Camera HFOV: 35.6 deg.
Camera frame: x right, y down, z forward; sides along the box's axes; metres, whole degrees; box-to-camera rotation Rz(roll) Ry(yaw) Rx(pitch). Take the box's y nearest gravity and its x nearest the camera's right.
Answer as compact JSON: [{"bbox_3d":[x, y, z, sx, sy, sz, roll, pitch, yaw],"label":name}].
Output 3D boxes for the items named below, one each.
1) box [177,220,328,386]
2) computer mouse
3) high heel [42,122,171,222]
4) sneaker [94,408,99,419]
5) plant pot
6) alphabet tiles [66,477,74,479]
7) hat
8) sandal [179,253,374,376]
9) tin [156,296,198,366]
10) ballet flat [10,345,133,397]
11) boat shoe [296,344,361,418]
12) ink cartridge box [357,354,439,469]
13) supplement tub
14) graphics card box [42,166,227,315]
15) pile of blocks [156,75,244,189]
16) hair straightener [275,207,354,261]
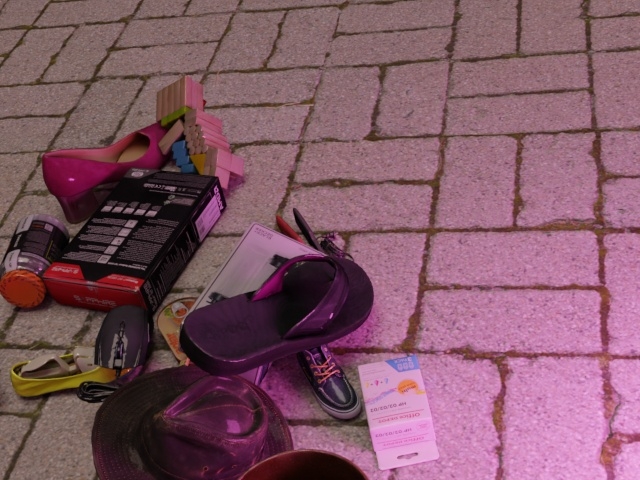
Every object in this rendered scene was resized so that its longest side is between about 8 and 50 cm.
[{"bbox_3d":[-0.123,0.114,1.850,0.169,0.087,0.290,24,48,7],"label":"box"},{"bbox_3d":[-0.324,0.192,1.809,0.184,0.060,0.262,4,35,3],"label":"computer mouse"},{"bbox_3d":[-0.474,-0.212,2.298,0.127,0.181,0.377,15,47,30],"label":"high heel"},{"bbox_3d":[-0.314,0.306,1.682,0.221,0.128,0.087,22,51,35],"label":"sneaker"},{"bbox_3d":[-0.011,0.442,1.359,0.216,0.230,0.215,-8,39,6],"label":"plant pot"},{"bbox_3d":[-0.326,0.494,1.556,0.343,0.011,0.285,15,47,29],"label":"alphabet tiles"},{"bbox_3d":[-0.181,0.296,1.553,0.332,0.134,0.331,12,48,-14],"label":"hat"},{"bbox_3d":[-0.042,0.105,1.697,0.168,0.107,0.446,38,35,22],"label":"sandal"},{"bbox_3d":[-0.241,0.178,1.888,0.106,0.040,0.189,-22,41,-17],"label":"tin"},{"bbox_3d":[-0.462,0.235,1.847,0.231,0.077,0.077,-12,39,0],"label":"ballet flat"},{"bbox_3d":[0.006,0.227,1.725,0.065,0.083,0.183,-27,42,-17],"label":"boat shoe"},{"bbox_3d":[0.127,0.281,1.645,0.104,0.061,0.181,-12,40,1],"label":"ink cartridge box"},{"bbox_3d":[-0.599,0.043,2.080,0.117,0.117,0.190,-6,39,8],"label":"supplement tub"},{"bbox_3d":[-0.381,-0.004,2.096,0.233,0.094,0.370,6,44,22],"label":"graphics card box"},{"bbox_3d":[-0.279,-0.226,2.329,0.149,0.113,0.362,-44,50,22],"label":"pile of blocks"},{"bbox_3d":[0.000,0.000,2.024,0.089,0.047,0.230,-28,42,-17],"label":"hair straightener"}]
